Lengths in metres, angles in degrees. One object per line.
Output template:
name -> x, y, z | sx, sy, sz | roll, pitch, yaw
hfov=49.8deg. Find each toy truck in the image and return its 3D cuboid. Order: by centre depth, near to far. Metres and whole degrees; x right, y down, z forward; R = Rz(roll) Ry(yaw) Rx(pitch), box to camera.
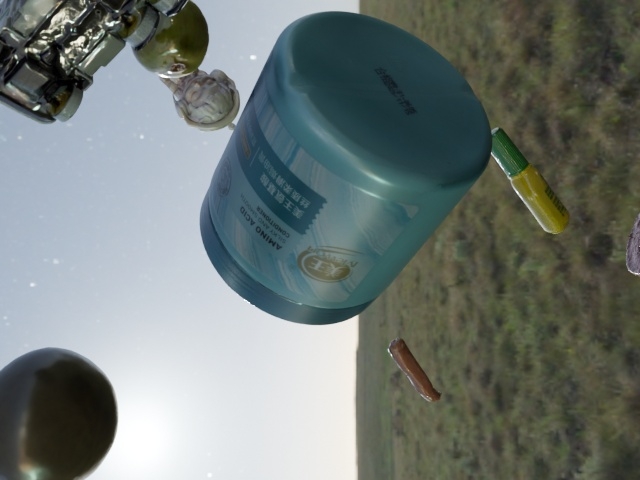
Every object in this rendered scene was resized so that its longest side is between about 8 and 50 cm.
toy truck -> -0.287, -0.315, 0.861 | 0.146, 0.367, 0.175 | 33, -150, -41

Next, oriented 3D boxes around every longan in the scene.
longan -> -0.365, 0.244, 0.931 | 0.212, 0.198, 0.198 | 93, 180, -58

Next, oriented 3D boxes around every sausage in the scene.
sausage -> 0.189, 0.263, 1.378 | 0.158, 0.042, 0.036 | 53, 167, -10

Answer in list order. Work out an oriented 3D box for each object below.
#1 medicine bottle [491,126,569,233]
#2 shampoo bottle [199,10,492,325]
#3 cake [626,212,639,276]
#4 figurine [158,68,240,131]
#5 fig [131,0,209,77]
medicine bottle -> 0.442, -0.130, 1.481 | 0.260, 0.064, 0.095 | 51, -149, -11
shampoo bottle -> 0.028, -0.101, 1.012 | 0.343, 0.331, 0.331 | 125, 156, -45
cake -> 0.715, 0.004, 1.337 | 0.283, 0.150, 0.177 | -111, 35, -86
figurine -> -0.291, -0.363, 1.677 | 0.237, 0.162, 0.141 | 50, 165, 6
fig -> -0.280, -0.388, 1.258 | 0.142, 0.147, 0.186 | 110, 154, -52
